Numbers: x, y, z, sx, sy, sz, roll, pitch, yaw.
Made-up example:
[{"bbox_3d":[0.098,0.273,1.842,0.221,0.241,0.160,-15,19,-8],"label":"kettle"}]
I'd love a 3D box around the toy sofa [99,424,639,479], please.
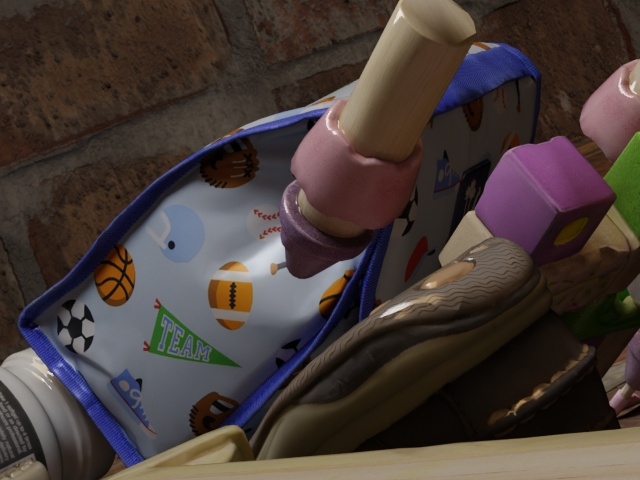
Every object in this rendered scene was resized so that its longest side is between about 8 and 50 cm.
[{"bbox_3d":[0.019,0.140,0.477,0.177,0.150,0.362,-22,4,-37],"label":"toy sofa"}]

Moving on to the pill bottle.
[{"bbox_3d":[-0.315,0.193,1.381,0.278,0.162,0.162,-24,5,-41],"label":"pill bottle"}]

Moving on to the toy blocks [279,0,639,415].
[{"bbox_3d":[0.151,0.051,0.892,0.288,0.309,0.260,-10,-36,-36],"label":"toy blocks"}]

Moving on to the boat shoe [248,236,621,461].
[{"bbox_3d":[0.011,0.138,0.731,0.132,0.130,0.355,-31,-12,-35],"label":"boat shoe"}]

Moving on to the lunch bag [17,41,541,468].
[{"bbox_3d":[0.000,0.000,1.399,0.385,0.239,0.328,-45,-8,29],"label":"lunch bag"}]

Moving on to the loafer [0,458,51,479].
[{"bbox_3d":[-0.249,0.235,1.049,0.268,0.092,0.102,-37,-7,34],"label":"loafer"}]
